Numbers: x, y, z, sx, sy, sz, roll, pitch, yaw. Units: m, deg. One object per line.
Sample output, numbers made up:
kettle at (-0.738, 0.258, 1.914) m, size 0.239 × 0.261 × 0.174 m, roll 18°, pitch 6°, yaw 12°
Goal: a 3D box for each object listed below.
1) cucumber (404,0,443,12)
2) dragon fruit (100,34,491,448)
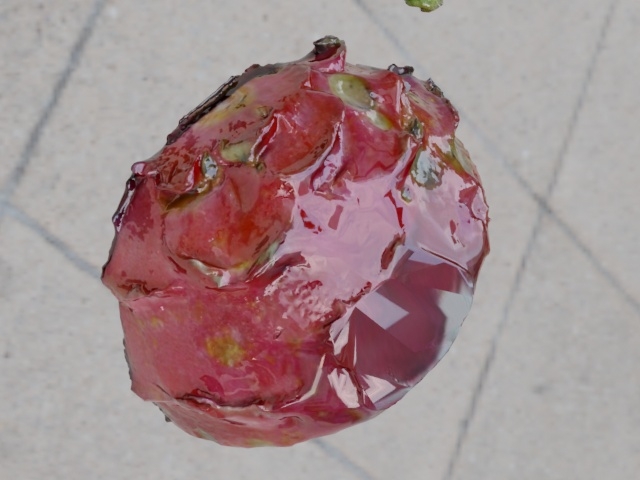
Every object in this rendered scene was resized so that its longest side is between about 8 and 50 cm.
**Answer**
cucumber at (0.037, -0.233, 0.843) m, size 0.134 × 0.134 × 0.244 m, roll -38°, pitch 128°, yaw -42°
dragon fruit at (0.000, 0.000, 0.915) m, size 0.262 × 0.189 × 0.163 m, roll -53°, pitch 164°, yaw -11°
